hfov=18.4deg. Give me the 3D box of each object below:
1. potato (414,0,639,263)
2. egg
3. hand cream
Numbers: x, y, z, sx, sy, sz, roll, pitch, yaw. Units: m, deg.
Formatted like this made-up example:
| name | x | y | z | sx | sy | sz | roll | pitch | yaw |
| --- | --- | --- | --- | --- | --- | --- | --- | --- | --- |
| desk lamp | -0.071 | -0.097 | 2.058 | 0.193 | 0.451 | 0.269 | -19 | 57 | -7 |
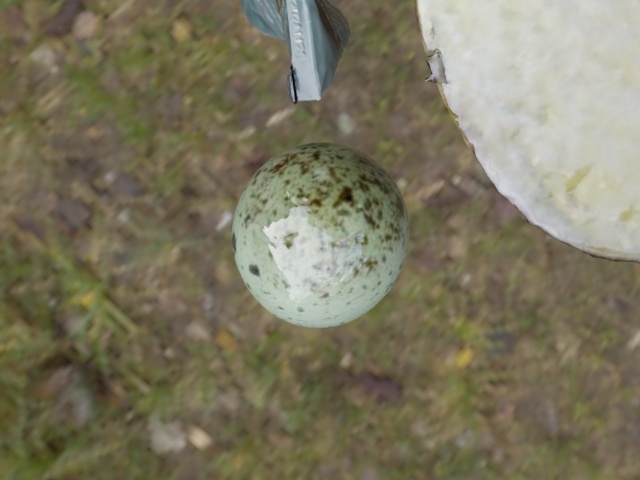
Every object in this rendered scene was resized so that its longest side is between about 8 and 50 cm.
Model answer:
| name | x | y | z | sx | sy | sz | roll | pitch | yaw |
| --- | --- | --- | --- | --- | --- | --- | --- | --- | --- |
| potato | 0.136 | -0.140 | 0.835 | 0.239 | 0.116 | 0.299 | -18 | 117 | -11 |
| egg | 0.000 | 0.000 | 0.949 | 0.085 | 0.085 | 0.110 | 23 | 151 | 13 |
| hand cream | -0.019 | -0.126 | 1.069 | 0.052 | 0.248 | 0.075 | -30 | 101 | 4 |
